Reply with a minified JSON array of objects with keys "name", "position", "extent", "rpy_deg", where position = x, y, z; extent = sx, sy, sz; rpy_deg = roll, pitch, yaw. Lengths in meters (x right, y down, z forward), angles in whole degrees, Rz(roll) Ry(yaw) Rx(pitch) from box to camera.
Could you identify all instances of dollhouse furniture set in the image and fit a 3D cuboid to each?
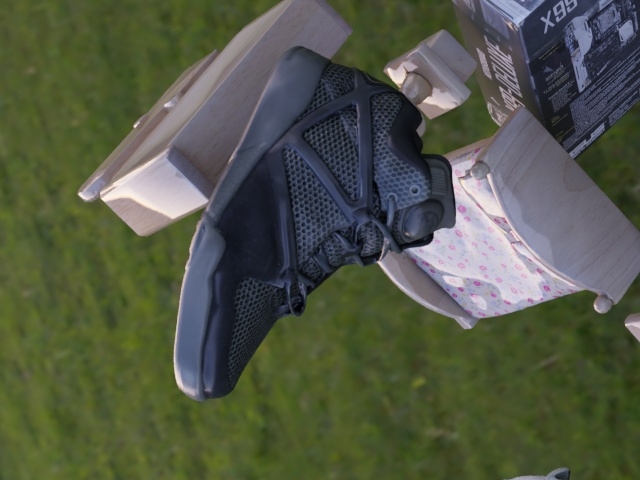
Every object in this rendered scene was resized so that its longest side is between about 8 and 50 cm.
[{"name":"dollhouse furniture set","position":[0.035,0.022,1.316],"extent":[0.355,0.174,0.303],"rpy_deg":[45,153,-13]}]

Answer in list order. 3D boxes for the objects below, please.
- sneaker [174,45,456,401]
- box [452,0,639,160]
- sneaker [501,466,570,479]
[{"name":"sneaker","position":[0.000,0.000,1.101],"extent":[0.130,0.227,0.087],"rpy_deg":[19,154,13]},{"name":"box","position":[0.231,-0.209,1.266],"extent":[0.076,0.307,0.242],"rpy_deg":[46,176,24]},{"name":"sneaker","position":[0.222,0.365,1.939],"extent":[0.330,0.146,0.122],"rpy_deg":[-108,16,-60]}]
